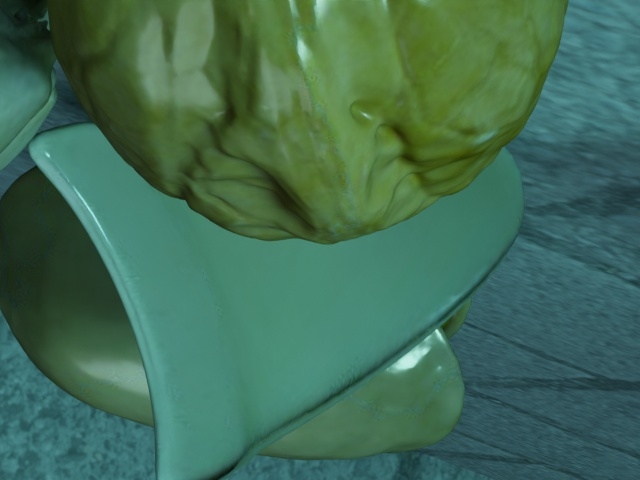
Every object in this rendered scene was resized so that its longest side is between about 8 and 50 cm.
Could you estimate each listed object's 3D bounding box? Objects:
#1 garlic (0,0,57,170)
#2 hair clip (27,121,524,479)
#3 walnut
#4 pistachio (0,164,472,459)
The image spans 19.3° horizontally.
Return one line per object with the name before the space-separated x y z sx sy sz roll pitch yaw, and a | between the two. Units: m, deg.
garlic | -0.192 -0.082 0.766 0.203 0.184 0.281 9 168 6
hair clip | -0.015 0.007 0.919 0.282 0.172 0.113 -20 176 -35
walnut | -0.003 -0.079 0.575 0.159 0.159 0.206 15 169 12
pistachio | -0.053 0.028 1.147 0.299 0.187 0.187 12 169 -1
